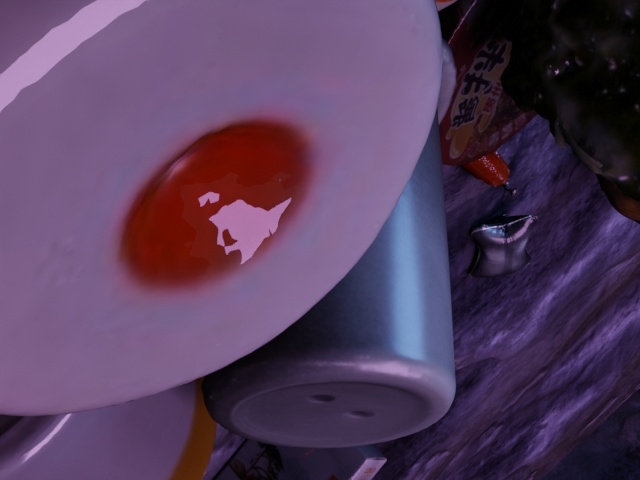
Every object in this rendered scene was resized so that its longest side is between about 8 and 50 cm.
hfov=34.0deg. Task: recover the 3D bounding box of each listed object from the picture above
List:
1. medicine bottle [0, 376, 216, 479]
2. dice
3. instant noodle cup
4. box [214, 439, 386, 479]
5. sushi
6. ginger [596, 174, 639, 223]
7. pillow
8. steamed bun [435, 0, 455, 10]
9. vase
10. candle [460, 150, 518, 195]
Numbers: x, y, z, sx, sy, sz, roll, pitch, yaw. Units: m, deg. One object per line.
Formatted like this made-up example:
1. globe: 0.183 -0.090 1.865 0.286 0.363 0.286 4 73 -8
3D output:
1. medicine bottle: -0.222 0.109 0.778 0.238 0.238 0.232 -42 149 -9
2. dice: -0.138 -0.104 0.548 0.304 0.304 0.277 -13 138 -46
3. instant noodle cup: 0.169 -0.211 1.048 0.274 0.091 0.274 -34 149 -23
4. box: -0.045 0.321 1.375 0.233 0.149 0.067 -51 154 8
5. sushi: 0.331 -0.132 0.908 0.294 0.352 0.178 -14 140 -46
6. ginger: 0.504 -0.143 1.460 0.200 0.223 0.269 2 128 -50
7. pillow: 0.258 0.010 1.485 0.091 0.055 0.135 -34 148 -18
8. steamed bun: 0.078 -0.266 0.799 0.232 0.145 0.231 -33 149 -23
9. vase: 0.000 0.000 0.806 0.245 0.291 0.245 -2 154 -1
10. candle: 0.213 -0.094 1.301 0.162 0.048 0.053 29 86 -61
